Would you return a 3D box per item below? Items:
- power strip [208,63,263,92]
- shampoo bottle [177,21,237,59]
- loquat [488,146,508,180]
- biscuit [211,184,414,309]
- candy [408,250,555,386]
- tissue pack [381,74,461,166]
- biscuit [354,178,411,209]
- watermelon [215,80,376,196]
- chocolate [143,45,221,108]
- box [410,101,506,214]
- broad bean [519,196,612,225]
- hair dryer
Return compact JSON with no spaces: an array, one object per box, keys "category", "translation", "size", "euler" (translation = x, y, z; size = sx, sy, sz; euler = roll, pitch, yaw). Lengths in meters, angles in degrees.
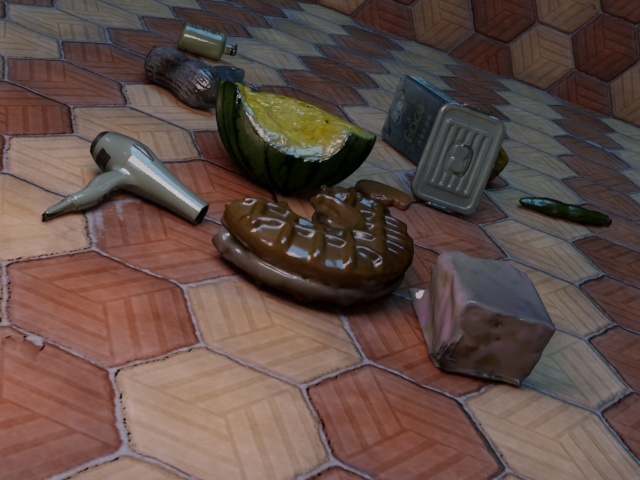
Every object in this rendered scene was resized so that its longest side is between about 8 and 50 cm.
[{"category":"power strip","translation":[-0.227,-0.403,2.202],"size":[0.137,0.044,0.216],"euler":[2,31,-34]},{"category":"shampoo bottle","translation":[-0.312,-0.549,2.397],"size":[0.162,0.079,0.079],"euler":[15,25,-13]},{"category":"loquat","translation":[0.410,-0.206,2.206],"size":[0.137,0.113,0.137],"euler":[10,48,-11]},{"category":"biscuit","translation":[0.018,0.007,1.453],"size":[0.268,0.115,0.366],"euler":[34,29,28]},{"category":"candy","translation":[0.253,0.121,1.369],"size":[0.184,0.137,0.195],"euler":[15,27,-12]},{"category":"tissue pack","translation":[0.275,-0.283,2.164],"size":[0.081,0.185,0.257],"euler":[1,31,-37]},{"category":"biscuit","translation":[0.138,-0.104,1.890],"size":[0.130,0.019,0.102],"euler":[17,23,-4]},{"category":"watermelon","translation":[-0.071,-0.194,1.720],"size":[0.330,0.189,0.331],"euler":[25,8,-4]},{"category":"chocolate","translation":[-0.323,-0.387,2.021],"size":[0.248,0.110,0.110],"euler":[29,25,30]},{"category":"box","translation":[0.306,-0.193,1.963],"size":[0.163,0.243,0.135],"euler":[18,12,-4]},{"category":"broad bean","translation":[0.632,-0.072,2.178],"size":[0.297,0.043,0.060],"euler":[12,14,-20]},{"category":"hair dryer","translation":[-0.307,-0.064,1.428],"size":[0.229,0.092,0.267],"euler":[24,38,-7]}]
